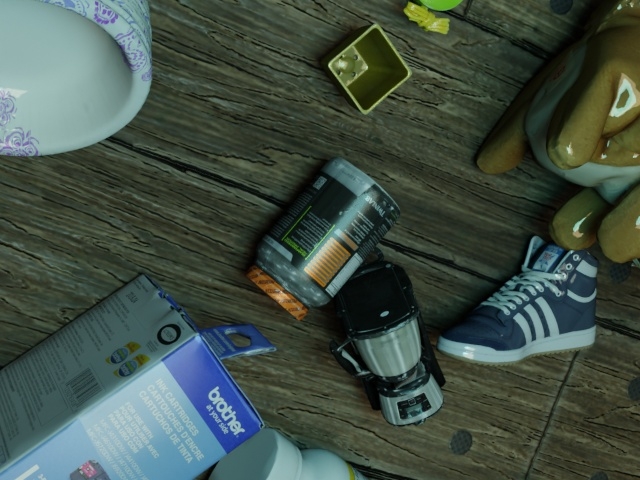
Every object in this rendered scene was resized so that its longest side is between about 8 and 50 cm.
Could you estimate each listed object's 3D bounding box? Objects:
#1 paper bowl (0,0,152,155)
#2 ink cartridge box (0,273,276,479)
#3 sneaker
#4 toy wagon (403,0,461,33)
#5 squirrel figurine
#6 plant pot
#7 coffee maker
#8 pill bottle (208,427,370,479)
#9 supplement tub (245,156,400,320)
[{"bbox_3d":[-0.321,-0.226,1.292,0.284,0.284,0.148,10,57,-22],"label":"paper bowl"},{"bbox_3d":[-0.244,0.195,1.392,0.395,0.270,0.151,-37,113,-9],"label":"ink cartridge box"},{"bbox_3d":[0.269,0.077,1.633,0.282,0.099,0.153,-4,106,-39],"label":"sneaker"},{"bbox_3d":[0.183,-0.427,1.528,0.267,0.068,0.344,22,94,-23],"label":"toy wagon"},{"bbox_3d":[0.464,-0.128,1.567,0.370,0.281,0.397,37,76,-10],"label":"squirrel figurine"},{"bbox_3d":[0.047,-0.215,1.513,0.081,0.083,0.081,-41,112,-7],"label":"plant pot"},{"bbox_3d":[0.094,0.124,1.578,0.120,0.171,0.178,-5,130,18],"label":"coffee maker"},{"bbox_3d":[0.014,0.390,1.577,0.334,0.188,0.188,41,86,-23],"label":"pill bottle"},{"bbox_3d":[0.000,0.000,1.525,0.117,0.117,0.190,43,85,-23],"label":"supplement tub"}]
